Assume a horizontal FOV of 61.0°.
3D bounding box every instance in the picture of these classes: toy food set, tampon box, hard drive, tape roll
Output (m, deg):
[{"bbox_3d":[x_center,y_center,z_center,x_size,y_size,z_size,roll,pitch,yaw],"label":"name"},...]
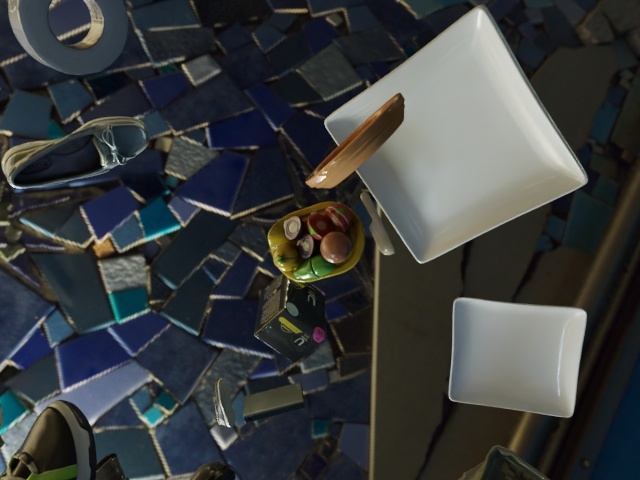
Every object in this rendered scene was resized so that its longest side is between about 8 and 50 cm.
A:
[{"bbox_3d":[0.000,0.000,0.915,0.217,0.128,0.071,-19,178,22],"label":"toy food set"},{"bbox_3d":[-0.065,0.163,1.216,0.101,0.120,0.161,-41,-156,23],"label":"tampon box"},{"bbox_3d":[-0.104,0.363,1.222,0.135,0.022,0.094,-13,-167,-3],"label":"hard drive"},{"bbox_3d":[-0.518,-0.461,1.129,0.219,0.072,0.219,-22,124,-37],"label":"tape roll"}]

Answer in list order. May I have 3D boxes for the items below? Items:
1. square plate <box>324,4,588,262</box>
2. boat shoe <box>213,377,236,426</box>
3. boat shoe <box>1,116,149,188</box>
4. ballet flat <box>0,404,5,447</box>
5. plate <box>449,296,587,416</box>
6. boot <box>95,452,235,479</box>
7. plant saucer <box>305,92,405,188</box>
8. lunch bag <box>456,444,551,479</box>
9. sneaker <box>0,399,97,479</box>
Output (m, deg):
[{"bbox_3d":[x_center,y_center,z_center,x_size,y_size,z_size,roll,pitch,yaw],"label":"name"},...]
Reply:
[{"bbox_3d":[0.232,-0.170,0.983,0.347,0.344,0.049,-30,-170,32],"label":"square plate"},{"bbox_3d":[-0.229,0.376,1.259,0.046,0.038,0.125,-51,134,-59],"label":"boat shoe"},{"bbox_3d":[-0.533,-0.191,1.215,0.320,0.103,0.118,-21,126,-27],"label":"boat shoe"},{"bbox_3d":[-0.927,0.433,1.459,0.123,0.349,0.123,-27,146,-20],"label":"ballet flat"},{"bbox_3d":[0.441,0.259,1.241,0.045,0.277,0.278,-48,139,-63],"label":"plate"},{"bbox_3d":[-0.286,0.422,0.868,0.118,0.222,0.338,-7,132,-60],"label":"boot"},{"bbox_3d":[0.059,-0.147,0.846,0.200,0.037,0.200,-43,-172,8],"label":"plant saucer"},{"bbox_3d":[0.198,0.331,0.423,0.169,0.287,0.235,-47,158,-23],"label":"lunch bag"},{"bbox_3d":[-0.269,0.250,0.450,0.097,0.084,0.235,34,65,-49],"label":"sneaker"}]
